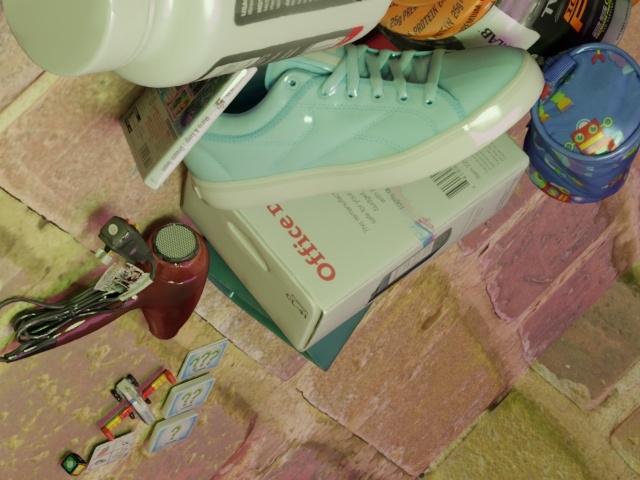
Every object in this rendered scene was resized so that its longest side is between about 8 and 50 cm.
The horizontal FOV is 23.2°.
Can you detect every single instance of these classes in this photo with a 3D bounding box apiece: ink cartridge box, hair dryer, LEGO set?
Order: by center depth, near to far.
[{"bbox_3d":[0.035,-0.061,1.691,0.306,0.226,0.131,-35,165,-22],"label":"ink cartridge box"},{"bbox_3d":[-0.224,0.055,1.691,0.224,0.080,0.293,-34,155,16],"label":"hair dryer"},{"bbox_3d":[-0.216,0.231,1.995,0.244,0.060,0.182,-17,141,-49],"label":"LEGO set"}]

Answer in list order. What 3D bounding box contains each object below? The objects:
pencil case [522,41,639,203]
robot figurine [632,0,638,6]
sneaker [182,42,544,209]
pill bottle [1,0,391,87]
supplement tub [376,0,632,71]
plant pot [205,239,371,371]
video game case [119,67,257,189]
[{"bbox_3d":[0.277,-0.119,1.653,0.119,0.133,0.306,-47,170,-1],"label":"pencil case"},{"bbox_3d":[0.314,-0.301,1.955,0.291,0.085,0.211,-36,156,-23],"label":"robot figurine"},{"bbox_3d":[0.020,-0.135,1.466,0.366,0.135,0.150,-16,127,16],"label":"sneaker"},{"bbox_3d":[-0.095,-0.221,1.264,0.318,0.176,0.176,-20,147,-46],"label":"pill bottle"},{"bbox_3d":[0.176,-0.270,1.610,0.207,0.207,0.338,-53,157,18],"label":"supplement tub"},{"bbox_3d":[0.000,0.000,1.840,0.234,0.165,0.165,-51,158,-7],"label":"plant pot"},{"bbox_3d":[-0.124,-0.131,1.429,0.019,0.157,0.143,36,101,-27],"label":"video game case"}]
